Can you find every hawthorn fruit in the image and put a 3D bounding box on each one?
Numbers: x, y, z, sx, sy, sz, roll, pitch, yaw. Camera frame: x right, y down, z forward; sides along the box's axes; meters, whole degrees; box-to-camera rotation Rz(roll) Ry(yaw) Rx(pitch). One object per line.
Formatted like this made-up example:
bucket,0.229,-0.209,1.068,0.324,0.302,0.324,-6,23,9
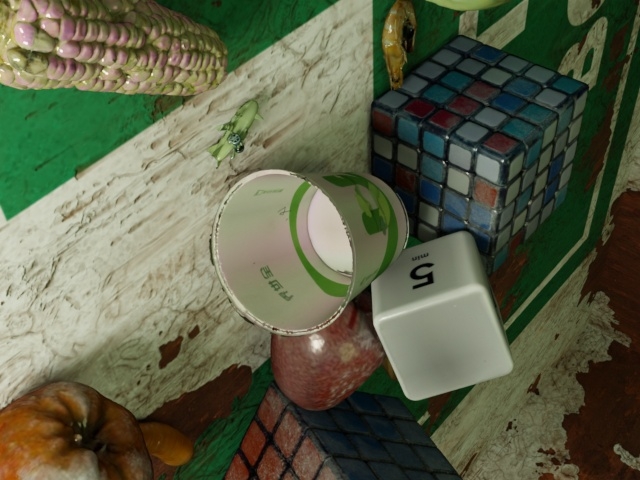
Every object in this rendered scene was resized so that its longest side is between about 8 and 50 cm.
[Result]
hawthorn fruit,-0.350,0.307,1.151,0.235,0.263,0.231,-43,112,-44

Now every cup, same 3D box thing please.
cup,0.000,0.000,1.386,0.274,0.253,0.253,-19,132,-59

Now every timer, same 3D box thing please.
timer,0.205,0.128,1.498,0.195,0.194,0.192,-86,155,-60

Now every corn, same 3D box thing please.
corn,-0.226,-0.218,0.940,0.335,0.127,0.126,-9,124,-57

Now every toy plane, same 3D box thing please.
toy plane,-0.121,-0.154,1.243,0.111,0.040,0.102,-52,169,-10

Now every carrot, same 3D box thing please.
carrot,-0.285,0.325,1.417,0.271,0.066,0.062,42,37,-58

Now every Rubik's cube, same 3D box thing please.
Rubik's cube,0.036,0.514,1.682,0.337,0.344,0.343,16,109,-34
Rubik's cube,0.287,-0.163,1.616,0.292,0.287,0.293,-41,146,-30

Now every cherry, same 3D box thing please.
cherry,0.018,0.172,1.589,0.236,0.213,0.285,6,118,-42

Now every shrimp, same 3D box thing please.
shrimp,0.135,-0.338,1.487,0.095,0.045,0.162,-60,154,-47

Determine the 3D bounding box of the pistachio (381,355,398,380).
pistachio,0.174,0.182,1.893,0.260,0.163,0.212,72,21,-51

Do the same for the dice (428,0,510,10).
dice,0.210,-0.499,1.224,0.252,0.254,0.249,-51,153,-18
